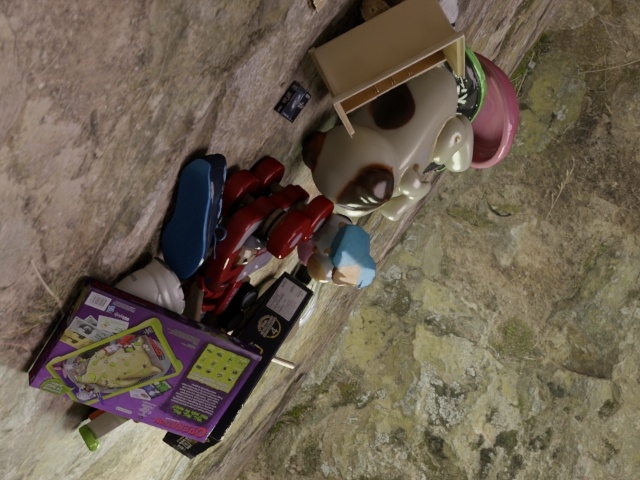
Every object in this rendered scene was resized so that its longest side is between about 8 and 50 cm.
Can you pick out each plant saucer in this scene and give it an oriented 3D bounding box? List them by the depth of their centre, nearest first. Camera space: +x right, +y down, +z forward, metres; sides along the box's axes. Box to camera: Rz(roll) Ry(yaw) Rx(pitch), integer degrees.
[{"bbox_3d":[0.444,-0.371,2.357,0.084,0.332,0.332,-18,152,-24],"label":"plant saucer"}]

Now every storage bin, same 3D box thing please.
[{"bbox_3d":[0.135,-0.336,1.629,0.262,0.123,0.260,-28,168,5],"label":"storage bin"}]

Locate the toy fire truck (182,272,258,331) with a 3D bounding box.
[{"bbox_3d":[-0.261,0.159,1.753,0.217,0.158,0.246,-56,155,15],"label":"toy fire truck"}]

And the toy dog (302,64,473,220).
[{"bbox_3d":[0.153,-0.211,1.902,0.408,0.284,0.395,-43,163,-31],"label":"toy dog"}]

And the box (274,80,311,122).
[{"bbox_3d":[-0.052,-0.265,1.610,0.067,0.018,0.083,-54,167,4],"label":"box"}]

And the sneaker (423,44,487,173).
[{"bbox_3d":[0.311,-0.345,2.290,0.202,0.185,0.483,-30,147,-29],"label":"sneaker"}]

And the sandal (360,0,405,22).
[{"bbox_3d":[0.112,-0.430,1.601,0.079,0.088,0.240,-53,173,-26],"label":"sandal"}]

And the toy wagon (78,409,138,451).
[{"bbox_3d":[-0.366,0.331,1.717,0.267,0.068,0.344,-31,176,-18],"label":"toy wagon"}]

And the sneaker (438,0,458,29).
[{"bbox_3d":[0.255,-0.522,1.902,0.235,0.090,0.095,-37,147,-61],"label":"sneaker"}]

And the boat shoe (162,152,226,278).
[{"bbox_3d":[-0.206,-0.038,1.483,0.089,0.109,0.258,-43,166,-49],"label":"boat shoe"}]

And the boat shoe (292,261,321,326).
[{"bbox_3d":[-0.054,0.127,2.491,0.094,0.109,0.302,10,108,-58],"label":"boat shoe"}]

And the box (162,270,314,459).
[{"bbox_3d":[-0.187,0.285,1.881,0.395,0.097,0.318,-57,-176,-27],"label":"box"}]

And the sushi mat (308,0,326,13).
[{"bbox_3d":[0.077,-0.526,1.382,0.316,0.019,0.151,-52,168,-7],"label":"sushi mat"}]

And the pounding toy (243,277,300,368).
[{"bbox_3d":[-0.154,0.225,2.304,0.183,0.110,0.237,23,66,-47],"label":"pounding toy"}]

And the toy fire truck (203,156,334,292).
[{"bbox_3d":[-0.127,-0.007,1.675,0.254,0.169,0.302,-57,170,26],"label":"toy fire truck"}]

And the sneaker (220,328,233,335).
[{"bbox_3d":[-0.245,0.203,2.078,0.084,0.069,0.185,-63,172,3],"label":"sneaker"}]

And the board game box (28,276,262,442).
[{"bbox_3d":[-0.297,0.216,1.457,0.346,0.056,0.208,28,99,-32],"label":"board game box"}]

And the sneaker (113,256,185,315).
[{"bbox_3d":[-0.301,0.180,1.534,0.129,0.111,0.297,-24,112,-24],"label":"sneaker"}]

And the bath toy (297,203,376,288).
[{"bbox_3d":[0.000,0.000,1.847,0.151,0.129,0.348,-58,-150,2],"label":"bath toy"}]
